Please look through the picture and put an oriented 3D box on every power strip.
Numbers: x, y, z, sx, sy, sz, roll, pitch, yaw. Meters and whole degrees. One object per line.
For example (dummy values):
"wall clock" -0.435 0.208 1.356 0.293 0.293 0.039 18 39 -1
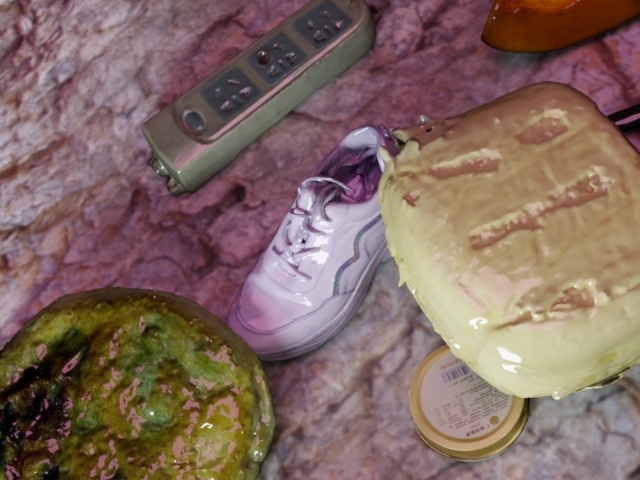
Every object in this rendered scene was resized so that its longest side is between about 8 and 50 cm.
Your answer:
"power strip" -0.056 -0.158 1.384 0.286 0.048 0.080 -37 63 -6

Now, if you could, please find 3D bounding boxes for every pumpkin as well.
"pumpkin" 0.307 -0.305 1.332 0.290 0.095 0.258 -4 67 18

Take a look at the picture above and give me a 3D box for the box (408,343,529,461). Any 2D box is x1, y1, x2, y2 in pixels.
"box" 0.129 0.140 1.197 0.105 0.037 0.105 -6 63 13

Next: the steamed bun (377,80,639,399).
"steamed bun" 0.181 0.007 1.167 0.232 0.166 0.273 -32 64 -8

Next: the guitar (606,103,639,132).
"guitar" 0.325 -0.129 1.274 0.271 0.038 0.084 -18 61 6

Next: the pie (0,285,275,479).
"pie" -0.200 0.181 1.228 0.323 0.070 0.323 -7 69 19

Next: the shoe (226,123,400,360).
"shoe" 0.000 0.000 1.242 0.245 0.137 0.095 -46 58 -9
